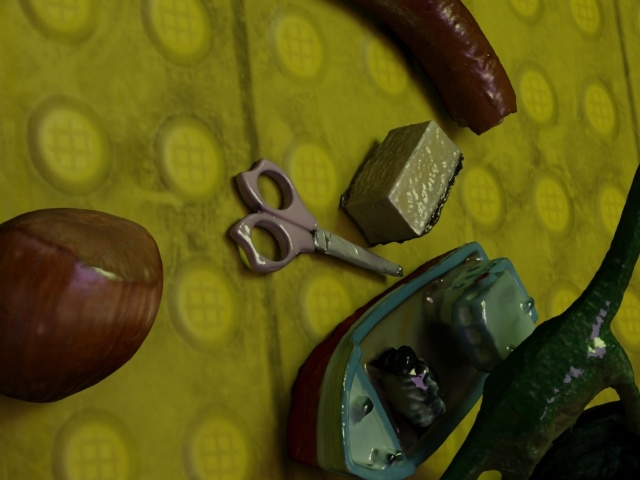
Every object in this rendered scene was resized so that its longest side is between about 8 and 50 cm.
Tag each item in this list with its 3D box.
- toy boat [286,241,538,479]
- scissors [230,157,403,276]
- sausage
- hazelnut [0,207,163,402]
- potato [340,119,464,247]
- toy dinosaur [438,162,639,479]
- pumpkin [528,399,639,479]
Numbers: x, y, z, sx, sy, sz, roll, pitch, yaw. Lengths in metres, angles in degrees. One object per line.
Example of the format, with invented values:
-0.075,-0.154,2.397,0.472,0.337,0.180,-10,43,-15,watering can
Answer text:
0.096,0.117,1.348,0.332,0.133,0.145,-38,107,-45,toy boat
0.000,0.000,1.365,0.212,0.021,0.110,24,58,-39,scissors
0.096,-0.230,1.494,0.302,0.076,0.103,43,50,-29,sausage
-0.186,0.049,1.076,0.150,0.150,0.150,16,67,-42,hazelnut
0.081,-0.057,1.422,0.061,0.086,0.122,48,54,-28,potato
0.196,0.085,1.267,0.447,0.087,0.301,-33,133,-20,toy dinosaur
0.303,0.315,1.435,0.315,0.238,0.315,-12,90,-72,pumpkin
